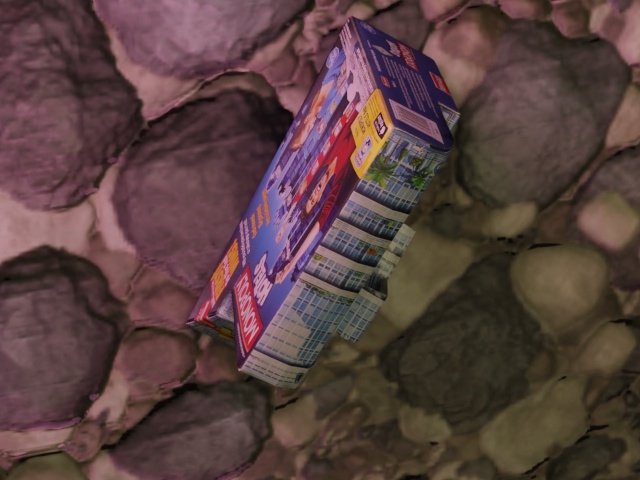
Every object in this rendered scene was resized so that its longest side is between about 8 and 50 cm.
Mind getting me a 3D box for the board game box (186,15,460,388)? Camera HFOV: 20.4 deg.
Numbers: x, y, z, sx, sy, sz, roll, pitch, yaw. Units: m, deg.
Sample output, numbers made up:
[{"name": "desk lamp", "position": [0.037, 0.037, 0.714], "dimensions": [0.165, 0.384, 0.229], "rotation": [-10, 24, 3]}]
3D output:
[{"name": "board game box", "position": [0.000, 0.000, 0.939], "dimensions": [0.060, 0.194, 0.194], "rotation": [27, 108, -15]}]
